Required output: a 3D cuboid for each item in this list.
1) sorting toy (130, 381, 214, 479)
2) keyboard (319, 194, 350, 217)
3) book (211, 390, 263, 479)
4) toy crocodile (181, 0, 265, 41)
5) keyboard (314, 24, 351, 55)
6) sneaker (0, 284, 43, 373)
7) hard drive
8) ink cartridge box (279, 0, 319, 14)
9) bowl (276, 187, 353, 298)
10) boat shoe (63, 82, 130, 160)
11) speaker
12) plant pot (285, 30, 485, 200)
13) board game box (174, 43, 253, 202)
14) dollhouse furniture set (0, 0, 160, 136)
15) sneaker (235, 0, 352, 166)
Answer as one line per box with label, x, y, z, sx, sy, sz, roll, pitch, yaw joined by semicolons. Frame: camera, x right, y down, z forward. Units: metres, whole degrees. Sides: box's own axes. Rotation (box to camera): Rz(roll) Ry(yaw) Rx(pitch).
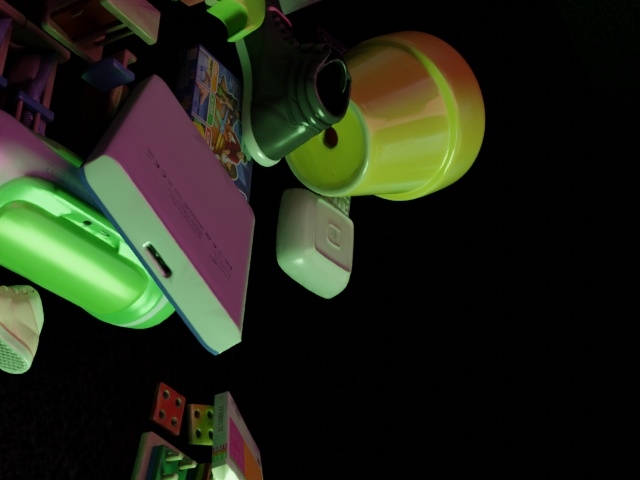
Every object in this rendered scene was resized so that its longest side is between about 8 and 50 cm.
sorting toy;-0.148;0.285;1.106;0.132;0.046;0.274;48;39;-41
keyboard;0.026;-0.090;1.619;0.072;0.014;0.256;46;40;-42
book;-0.095;0.250;1.168;0.144;0.035;0.096;-99;168;-66
toy crocodile;-0.193;-0.370;1.253;0.340;0.115;0.105;39;46;-48
keyboard;0.056;-0.295;1.740;0.192;0.038;0.100;20;60;-55
sneaker;-0.303;0.056;0.934;0.134;0.051;0.070;57;32;-36
hard drive;-0.142;-0.042;1.039;0.210;0.040;0.319;56;10;-18
ink cartridge box;-0.025;-0.484;1.384;0.330;0.324;0.071;52;36;-37
bowl;0.000;0.000;1.480;0.142;0.053;0.142;35;50;-42
boat shoe;-0.235;-0.108;1.112;0.060;0.064;0.178;48;35;-41
speaker;-0.254;-0.018;0.973;0.296;0.131;0.131;38;46;-48
plant pot;0.078;-0.171;1.510;0.239;0.254;0.254;-23;98;-48
board game box;-0.138;-0.135;1.325;0.136;0.035;0.201;39;45;-47
dollhouse furniture set;-0.268;-0.171;0.957;0.129;0.183;0.129;37;46;-48
sneaker;-0.033;-0.254;1.381;0.104;0.147;0.296;27;51;-52
